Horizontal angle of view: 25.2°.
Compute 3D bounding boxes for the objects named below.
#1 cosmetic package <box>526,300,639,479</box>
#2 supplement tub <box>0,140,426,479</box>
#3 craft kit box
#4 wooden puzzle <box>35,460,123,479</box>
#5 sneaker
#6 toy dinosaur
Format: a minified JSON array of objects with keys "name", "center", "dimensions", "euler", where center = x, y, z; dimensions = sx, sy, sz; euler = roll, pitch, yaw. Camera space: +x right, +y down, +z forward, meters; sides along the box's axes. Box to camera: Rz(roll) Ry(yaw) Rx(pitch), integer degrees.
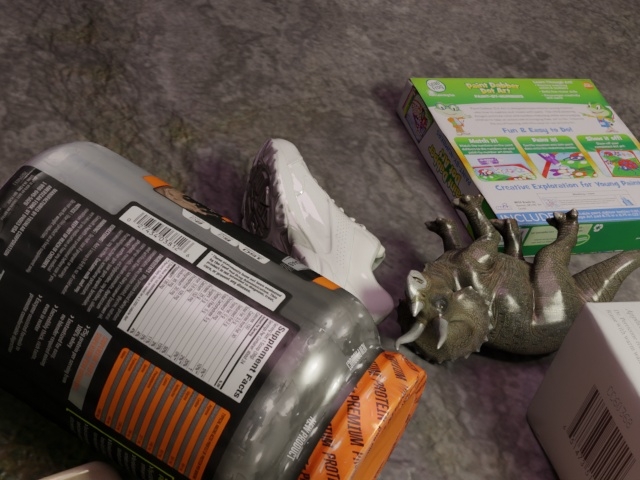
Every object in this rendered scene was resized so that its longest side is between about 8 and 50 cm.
[{"name":"cosmetic package","center":[0.406,0.171,1.260],"dimensions":[0.385,0.156,0.217],"euler":[2,43,-23]},{"name":"supplement tub","center":[-0.102,0.084,1.104],"dimensions":[0.338,0.207,0.207],"euler":[31,40,12]},{"name":"craft kit box","center":[0.242,-0.086,1.567],"dimensions":[0.249,0.061,0.247],"euler":[-2,46,-25]},{"name":"wooden puzzle","center":[-0.188,0.260,0.962],"dimensions":[0.221,0.044,0.239],"euler":[-16,45,-28]},{"name":"sneaker","center":[0.000,0.000,1.353],"dimensions":[0.115,0.090,0.232],"euler":[2,51,-30]},{"name":"toy dinosaur","center":[0.181,0.048,1.356],"dimensions":[0.313,0.121,0.160],"euler":[8,70,-30]}]
